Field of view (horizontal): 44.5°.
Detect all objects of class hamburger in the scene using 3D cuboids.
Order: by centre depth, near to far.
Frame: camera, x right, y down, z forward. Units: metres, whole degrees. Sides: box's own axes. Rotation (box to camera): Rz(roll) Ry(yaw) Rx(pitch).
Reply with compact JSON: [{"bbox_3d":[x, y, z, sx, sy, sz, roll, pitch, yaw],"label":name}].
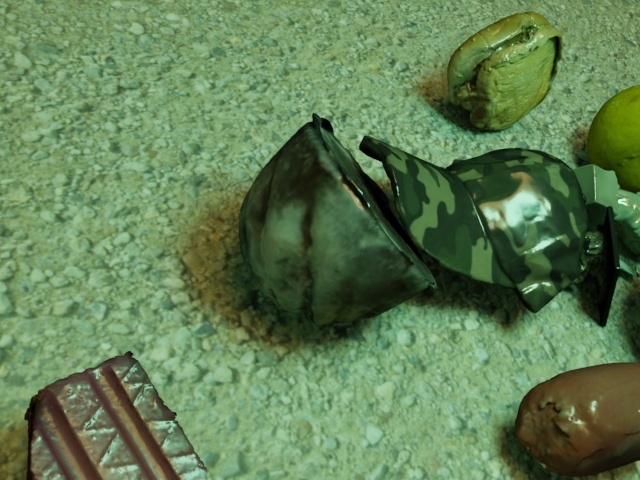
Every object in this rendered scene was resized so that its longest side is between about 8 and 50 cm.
[{"bbox_3d":[0.375,-0.343,1.566,0.286,0.243,0.146,-5,51,-47],"label":"hamburger"}]

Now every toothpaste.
[{"bbox_3d":[0.509,0.006,1.474,0.205,0.036,0.056,31,29,-1],"label":"toothpaste"}]

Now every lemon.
[{"bbox_3d":[0.660,-0.202,1.591,0.229,0.228,0.253,18,40,-10],"label":"lemon"}]

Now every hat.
[{"bbox_3d":[0.263,-0.089,1.255,0.382,0.257,0.366,39,17,-46],"label":"hat"}]

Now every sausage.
[{"bbox_3d":[0.408,0.257,1.137,0.280,0.152,0.152,-3,54,-31],"label":"sausage"}]

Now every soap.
[{"bbox_3d":[-0.216,0.281,0.847,0.182,0.112,0.289,-25,66,-37],"label":"soap"}]

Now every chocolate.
[{"bbox_3d":[0.000,0.000,1.114,0.303,0.213,0.303,53,9,-12],"label":"chocolate"}]

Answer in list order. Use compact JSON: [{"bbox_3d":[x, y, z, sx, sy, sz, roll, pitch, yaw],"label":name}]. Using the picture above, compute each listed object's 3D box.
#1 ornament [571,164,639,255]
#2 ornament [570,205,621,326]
[{"bbox_3d":[0.564,-0.062,1.474,0.285,0.120,0.130,27,69,-21],"label":"ornament"},{"bbox_3d":[0.411,0.033,1.382,0.196,0.153,0.166,5,45,10],"label":"ornament"}]
